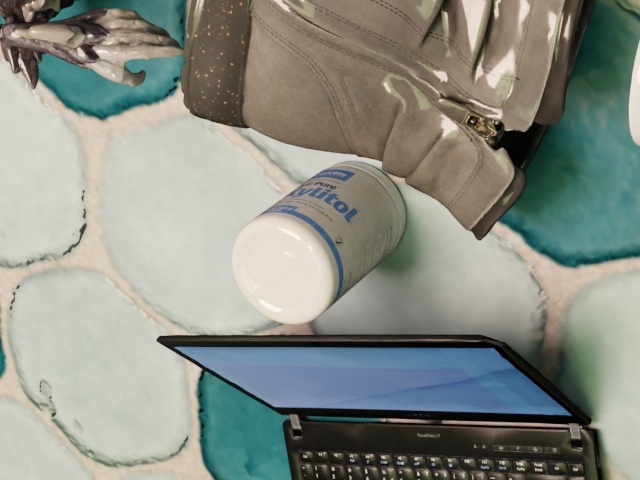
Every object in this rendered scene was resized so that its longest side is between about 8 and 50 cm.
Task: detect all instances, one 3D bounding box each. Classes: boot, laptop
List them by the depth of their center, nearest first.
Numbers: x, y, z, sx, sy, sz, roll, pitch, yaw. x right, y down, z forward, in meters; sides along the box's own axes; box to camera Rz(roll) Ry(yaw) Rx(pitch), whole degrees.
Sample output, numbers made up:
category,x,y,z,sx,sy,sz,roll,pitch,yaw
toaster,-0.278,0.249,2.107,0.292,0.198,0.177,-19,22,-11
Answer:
category,x,y,z,sx,sy,sz,roll,pitch,yaw
boot,0.051,-0.176,0.760,0.222,0.118,0.338,21,133,17
laptop,0.048,0.169,0.893,0.234,0.136,0.264,-2,102,32

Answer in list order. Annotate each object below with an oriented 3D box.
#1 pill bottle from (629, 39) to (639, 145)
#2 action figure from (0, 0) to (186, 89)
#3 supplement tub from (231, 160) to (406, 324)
category,x,y,z,sx,sy,sz,roll,pitch,yaw
pill bottle,0.263,-0.066,0.669,0.215,0.117,0.117,14,119,25
action figure,-0.137,-0.172,0.828,0.140,0.275,0.164,5,91,-11
supplement tub,0.000,0.000,0.862,0.071,0.107,0.071,13,119,24
